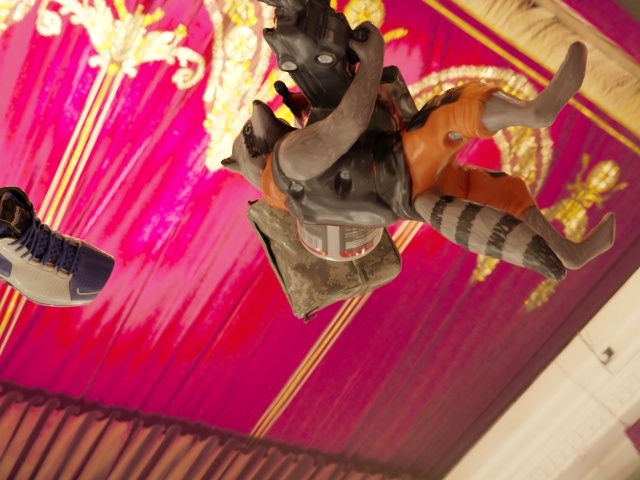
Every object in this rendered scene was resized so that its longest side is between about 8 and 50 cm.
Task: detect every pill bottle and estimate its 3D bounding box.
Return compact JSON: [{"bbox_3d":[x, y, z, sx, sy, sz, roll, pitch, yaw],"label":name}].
[{"bbox_3d":[0.032,-0.110,1.100,0.161,0.283,0.161,-1,-130,1],"label":"pill bottle"}]

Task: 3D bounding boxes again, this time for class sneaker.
[{"bbox_3d":[-0.504,0.009,1.116,0.315,0.182,0.127,24,-120,-26],"label":"sneaker"}]

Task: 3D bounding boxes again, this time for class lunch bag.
[{"bbox_3d":[0.000,0.000,1.462,0.305,0.256,0.212,64,170,10],"label":"lunch bag"}]

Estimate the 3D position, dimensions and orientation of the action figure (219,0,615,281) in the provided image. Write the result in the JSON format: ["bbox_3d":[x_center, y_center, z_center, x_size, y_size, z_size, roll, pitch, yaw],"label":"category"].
[{"bbox_3d":[0.043,-0.081,0.537,0.330,0.178,0.341,7,160,35],"label":"action figure"}]
